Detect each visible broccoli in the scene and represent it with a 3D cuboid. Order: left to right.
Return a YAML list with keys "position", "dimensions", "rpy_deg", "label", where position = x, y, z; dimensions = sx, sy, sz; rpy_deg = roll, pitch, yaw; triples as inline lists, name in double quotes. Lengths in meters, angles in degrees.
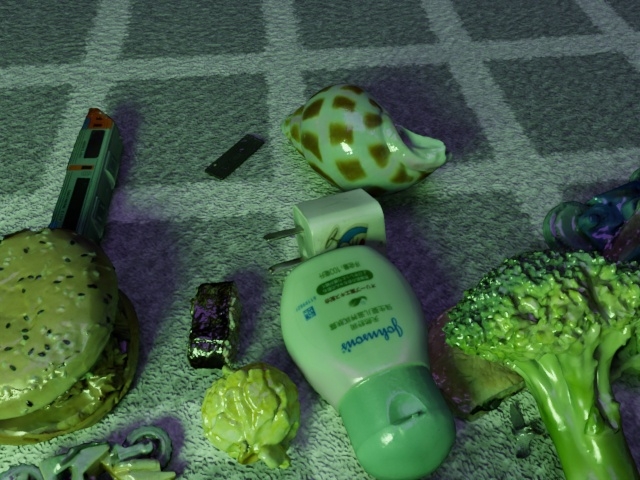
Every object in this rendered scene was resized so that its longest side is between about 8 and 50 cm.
- position: [0.325, 0.187, 0.724]
  dimensions: [0.353, 0.275, 0.397]
  rpy_deg: [25, 67, 5]
  label: "broccoli"

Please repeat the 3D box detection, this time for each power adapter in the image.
- position: [0.000, 0.000, 0.968]
  dimensions: [0.205, 0.130, 0.125]
  rpy_deg: [-16, 28, -13]
  label: "power adapter"

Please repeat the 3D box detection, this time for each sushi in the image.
- position: [-0.168, 0.137, 0.887]
  dimensions: [0.078, 0.090, 0.150]
  rpy_deg: [-2, 51, 2]
  label: "sushi"

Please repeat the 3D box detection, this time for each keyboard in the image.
- position: [-0.190, -0.187, 1.216]
  dimensions: [0.053, 0.010, 0.155]
  rpy_deg: [28, 54, 20]
  label: "keyboard"

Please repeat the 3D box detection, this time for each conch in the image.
- position: [0.074, -0.206, 1.119]
  dimensions: [0.249, 0.197, 0.368]
  rpy_deg: [-4, 42, -50]
  label: "conch"

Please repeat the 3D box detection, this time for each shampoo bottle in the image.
- position: [0.074, 0.180, 0.814]
  dimensions: [0.222, 0.151, 0.349]
  rpy_deg: [-16, 52, -11]
  label: "shampoo bottle"

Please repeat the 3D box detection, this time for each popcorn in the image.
- position: [-0.096, 0.240, 0.770]
  dimensions: [0.141, 0.135, 0.162]
  rpy_deg: [15, 35, -16]
  label: "popcorn"

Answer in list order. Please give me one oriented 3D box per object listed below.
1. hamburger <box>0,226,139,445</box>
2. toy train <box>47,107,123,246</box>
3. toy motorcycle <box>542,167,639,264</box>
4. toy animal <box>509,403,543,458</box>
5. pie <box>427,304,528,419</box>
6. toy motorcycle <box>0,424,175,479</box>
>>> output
- position: [-0.427, 0.153, 0.803]
  dimensions: [0.318, 0.195, 0.277]
  rpy_deg: [-36, 57, -25]
  label: "hamburger"
- position: [-0.463, -0.121, 1.105]
  dimensions: [0.089, 0.086, 0.409]
  rpy_deg: [-2, 49, -4]
  label: "toy train"
- position: [0.553, 0.011, 0.984]
  dimensions: [0.319, 0.241, 0.182]
  rpy_deg: [-22, 13, -15]
  label: "toy motorcycle"
- position: [0.305, 0.284, 0.807]
  dimensions: [0.050, 0.028, 0.084]
  rpy_deg: [0, 50, 10]
  label: "toy animal"
- position: [0.257, 0.178, 0.883]
  dimensions: [0.218, 0.052, 0.185]
  rpy_deg: [-20, 54, -15]
  label: "pie"
- position: [-0.304, 0.335, 0.721]
  dimensions: [0.229, 0.094, 0.130]
  rpy_deg: [-11, 54, -27]
  label: "toy motorcycle"
